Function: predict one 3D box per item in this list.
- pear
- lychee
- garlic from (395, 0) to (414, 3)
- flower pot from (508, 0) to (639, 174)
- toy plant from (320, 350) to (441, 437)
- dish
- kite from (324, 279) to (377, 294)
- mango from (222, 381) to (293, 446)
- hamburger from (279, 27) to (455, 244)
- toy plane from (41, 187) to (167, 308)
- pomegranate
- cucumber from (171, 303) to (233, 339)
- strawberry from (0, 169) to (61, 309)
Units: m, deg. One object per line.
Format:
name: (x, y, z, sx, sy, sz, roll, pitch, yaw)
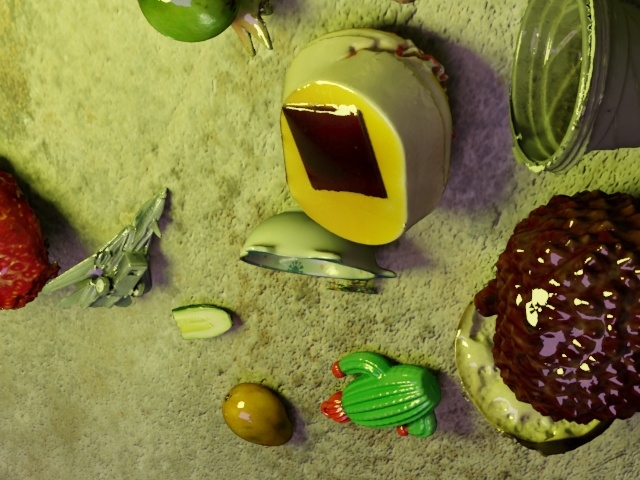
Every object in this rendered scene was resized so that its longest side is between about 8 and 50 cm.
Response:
pear: (0.305, 0.175, 1.660, 0.267, 0.266, 0.178, 25, 170, 0)
lychee: (0.352, 0.082, 1.441, 0.330, 0.306, 0.306, 5, 134, 21)
garlic: (0.094, -0.335, 1.284, 0.147, 0.102, 0.159, 28, 138, -1)
flower pot: (0.310, -0.183, 1.274, 0.141, 0.235, 0.235, 6, 139, -9)
toy plant: (0.091, 0.252, 1.898, 0.240, 0.088, 0.154, 9, 125, 33)
dish: (0.000, 0.000, 1.658, 0.228, 0.086, 0.236, 5, 172, 16)
kite: (0.047, 0.075, 1.771, 0.090, 0.004, 0.122, 17, 165, -26)
mango: (-0.115, 0.319, 2.060, 0.111, 0.089, 0.163, 5, 143, 20)
hamburger: (0.058, -0.133, 1.477, 0.227, 0.151, 0.295, 17, 142, 18)
toy plane: (-0.304, 0.023, 1.835, 0.212, 0.088, 0.267, 3, 141, -46)
pomegranate: (-0.132, -0.302, 1.398, 0.191, 0.152, 0.131, 31, 141, -27)
cucumber: (-0.194, 0.132, 1.949, 0.108, 0.035, 0.067, -6, 119, 24)
strawberry: (-0.559, 0.003, 1.836, 0.274, 0.220, 0.274, 38, 139, 41)
